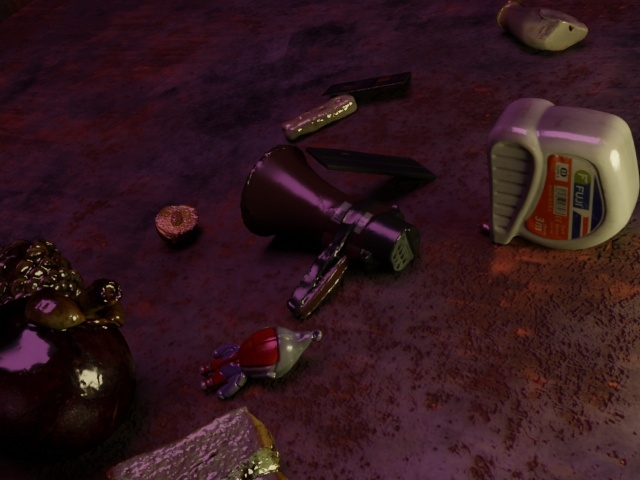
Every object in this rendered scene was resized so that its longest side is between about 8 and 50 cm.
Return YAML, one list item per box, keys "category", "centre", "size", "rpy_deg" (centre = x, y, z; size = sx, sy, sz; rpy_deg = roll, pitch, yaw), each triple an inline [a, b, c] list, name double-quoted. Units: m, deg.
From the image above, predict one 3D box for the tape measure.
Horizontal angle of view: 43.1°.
- category: "tape measure"
  centre: [0.396, -0.104, 1.367]
  size: [0.265, 0.258, 0.130]
  rpy_deg: [13, 47, 26]

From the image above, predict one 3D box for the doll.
- category: "doll"
  centre: [-0.101, 0.194, 1.356]
  size: [0.227, 0.075, 0.102]
  rpy_deg: [-24, 51, 11]

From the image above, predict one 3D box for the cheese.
- category: "cheese"
  centre: [-0.002, -0.297, 1.950]
  size: [0.194, 0.043, 0.065]
  rpy_deg: [-28, 42, -13]

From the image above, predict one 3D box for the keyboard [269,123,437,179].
- category: "keyboard"
  centre: [0.061, -0.160, 1.587]
  size: [0.381, 0.041, 0.103]
  rpy_deg: [9, 23, -36]

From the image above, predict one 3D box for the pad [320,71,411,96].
- category: "pad"
  centre: [0.114, -0.387, 2.002]
  size: [0.211, 0.003, 0.143]
  rpy_deg: [-7, 21, 16]

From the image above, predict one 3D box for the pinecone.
- category: "pinecone"
  centre: [-0.578, 0.104, 1.569]
  size: [0.272, 0.224, 0.224]
  rpy_deg: [15, 49, 42]

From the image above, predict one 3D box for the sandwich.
- category: "sandwich"
  centre: [-0.150, 0.381, 1.132]
  size: [0.248, 0.095, 0.273]
  rpy_deg: [-24, 36, -12]

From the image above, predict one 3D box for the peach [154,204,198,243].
- category: "peach"
  centre: [-0.305, -0.029, 1.737]
  size: [0.098, 0.061, 0.098]
  rpy_deg: [1, 53, -2]

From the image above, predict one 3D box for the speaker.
- category: "speaker"
  centre: [-0.008, -0.022, 1.505]
  size: [0.259, 0.198, 0.329]
  rpy_deg: [-29, 45, -34]

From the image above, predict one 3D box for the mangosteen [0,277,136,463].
- category: "mangosteen"
  centre: [-0.444, 0.207, 1.315]
  size: [0.297, 0.293, 0.297]
  rpy_deg: [-2, 33, 1]

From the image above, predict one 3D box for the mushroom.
- category: "mushroom"
  centre: [0.518, -0.515, 1.945]
  size: [0.108, 0.096, 0.247]
  rpy_deg: [-52, 38, 1]
